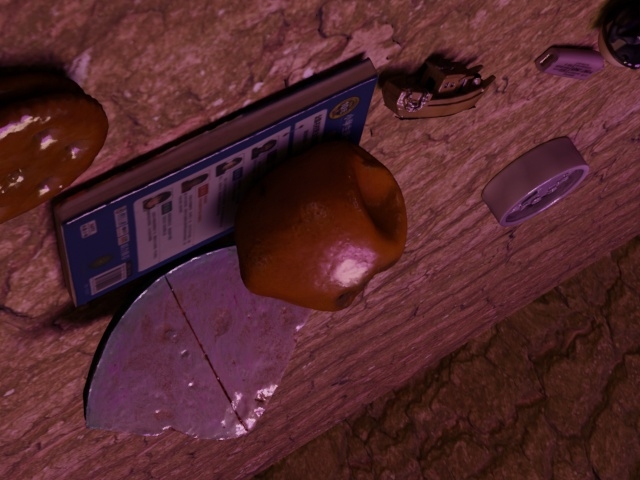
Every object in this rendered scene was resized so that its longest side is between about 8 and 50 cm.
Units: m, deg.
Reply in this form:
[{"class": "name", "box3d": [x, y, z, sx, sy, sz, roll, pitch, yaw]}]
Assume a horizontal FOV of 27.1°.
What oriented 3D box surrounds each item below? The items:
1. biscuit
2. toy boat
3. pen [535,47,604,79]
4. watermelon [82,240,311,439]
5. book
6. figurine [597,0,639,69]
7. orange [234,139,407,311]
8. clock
[{"class": "biscuit", "box3d": [-0.309, -0.081, 1.272, 0.220, 0.066, 0.220, -32, 166, -9]}, {"class": "toy boat", "box3d": [0.158, -0.207, 1.760, 0.206, 0.064, 0.072, -17, 140, -46]}, {"class": "pen", "box3d": [0.392, -0.271, 2.038, 0.053, 0.032, 0.197, -42, 159, 32]}, {"class": "watermelon", "box3d": [-0.181, 0.128, 1.924, 0.292, 0.319, 0.222, 16, 178, -17]}, {"class": "book", "box3d": [-0.131, -0.066, 1.679, 0.428, 0.039, 0.300, -27, 163, -17]}, {"class": "figurine", "box3d": [0.574, -0.342, 1.880, 0.306, 0.241, 0.412, 7, 166, -24]}, {"class": "orange", "box3d": [0.000, 0.000, 1.712, 0.249, 0.183, 0.249, -30, 164, -10]}, {"class": "clock", "box3d": [0.399, -0.107, 2.469, 0.197, 0.068, 0.197, -28, 163, -9]}]
